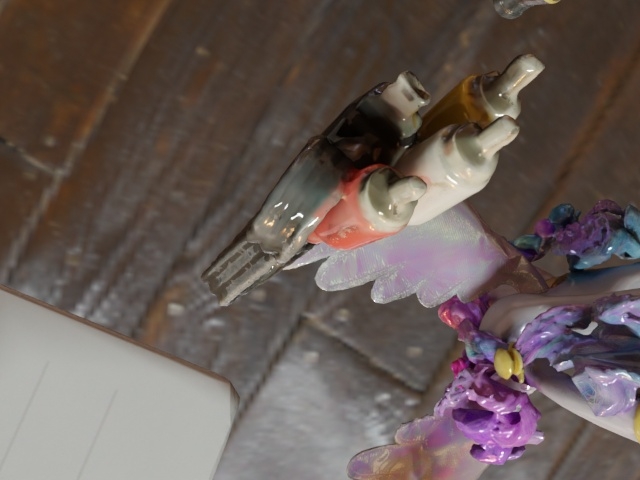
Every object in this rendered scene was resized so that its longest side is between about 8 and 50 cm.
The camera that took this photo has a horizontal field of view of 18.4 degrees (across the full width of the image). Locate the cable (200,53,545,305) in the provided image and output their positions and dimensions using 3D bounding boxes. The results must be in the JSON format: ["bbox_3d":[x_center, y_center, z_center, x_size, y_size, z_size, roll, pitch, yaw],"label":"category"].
[{"bbox_3d":[0.000,0.000,0.972,0.072,0.287,0.139,47,57,2],"label":"cable"}]

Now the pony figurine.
[{"bbox_3d":[0.171,0.079,1.603,0.363,0.351,0.303,7,106,51],"label":"pony figurine"}]

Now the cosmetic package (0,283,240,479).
[{"bbox_3d":[-0.239,0.074,0.490,0.385,0.156,0.217,22,67,-4],"label":"cosmetic package"}]

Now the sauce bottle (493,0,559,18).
[{"bbox_3d":[0.167,-0.193,1.408,0.042,0.128,0.042,7,74,-23],"label":"sauce bottle"}]
